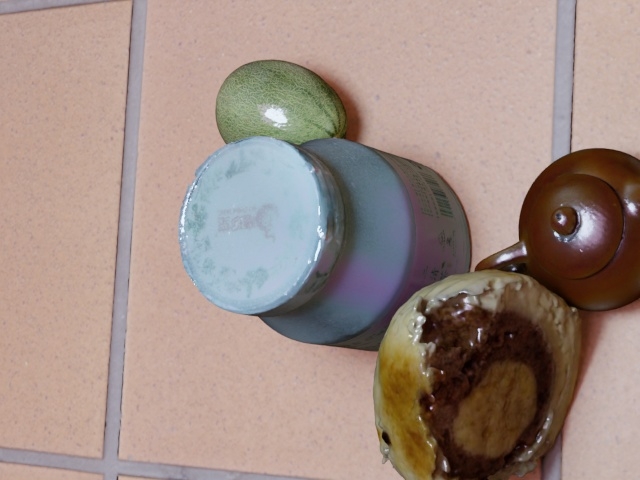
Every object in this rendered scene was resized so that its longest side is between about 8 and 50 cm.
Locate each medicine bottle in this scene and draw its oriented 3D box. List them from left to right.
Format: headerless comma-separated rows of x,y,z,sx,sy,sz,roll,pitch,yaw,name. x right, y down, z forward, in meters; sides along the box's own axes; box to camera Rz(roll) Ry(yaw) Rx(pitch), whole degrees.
0.000,0.000,1.729,0.245,0.290,0.245,-5,80,34,medicine bottle

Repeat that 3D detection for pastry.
0.153,0.145,1.632,0.170,0.236,0.256,15,117,44,pastry

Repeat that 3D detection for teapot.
0.270,-0.008,1.637,0.252,0.135,0.178,-26,66,29,teapot

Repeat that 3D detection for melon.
-0.054,-0.157,1.881,0.192,0.139,0.139,24,98,30,melon
